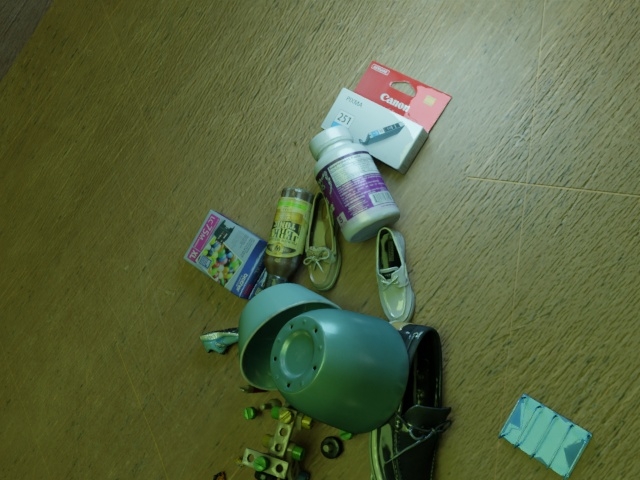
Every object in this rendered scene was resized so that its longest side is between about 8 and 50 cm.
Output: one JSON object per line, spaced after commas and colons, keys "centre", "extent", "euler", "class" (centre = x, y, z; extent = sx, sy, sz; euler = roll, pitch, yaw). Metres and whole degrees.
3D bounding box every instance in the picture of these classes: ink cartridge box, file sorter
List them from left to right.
{"centre": [-0.267, 0.052, 1.861], "extent": [0.311, 0.065, 0.185], "euler": [30, 92, 26], "class": "ink cartridge box"}
{"centre": [0.184, -0.371, 1.738], "extent": [0.296, 0.066, 0.261], "euler": [33, 95, 27], "class": "ink cartridge box"}
{"centre": [0.509, 0.448, 1.373], "extent": [0.170, 0.104, 0.118], "euler": [29, 91, 28], "class": "file sorter"}

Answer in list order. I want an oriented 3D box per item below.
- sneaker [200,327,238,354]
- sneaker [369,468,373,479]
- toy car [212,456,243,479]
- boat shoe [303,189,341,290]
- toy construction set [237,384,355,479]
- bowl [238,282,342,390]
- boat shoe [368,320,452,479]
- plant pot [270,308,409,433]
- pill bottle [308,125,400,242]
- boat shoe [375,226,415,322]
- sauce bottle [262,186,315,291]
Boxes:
{"centre": [-0.286, 0.308, 1.822], "extent": [0.162, 0.063, 0.073], "euler": [-12, 91, 27], "class": "sneaker"}
{"centre": [0.166, 0.566, 1.522], "extent": [0.085, 0.086, 0.237], "euler": [-6, 75, 26], "class": "sneaker"}
{"centre": [-0.269, 0.678, 1.723], "extent": [0.122, 0.060, 0.040], "euler": [-40, 96, 20], "class": "toy car"}
{"centre": [0.000, 0.000, 1.727], "extent": [0.105, 0.089, 0.285], "euler": [-4, 77, 25], "class": "boat shoe"}
{"centre": [-0.121, 0.502, 1.588], "extent": [0.309, 0.237, 0.257], "euler": [40, 97, 28], "class": "toy construction set"}
{"centre": [-0.097, 0.238, 1.631], "extent": [0.311, 0.311, 0.163], "euler": [-48, 43, 9], "class": "bowl"}
{"centre": [0.226, 0.439, 1.461], "extent": [0.156, 0.187, 0.500], "euler": [-15, 66, 43], "class": "boat shoe"}
{"centre": [0.023, 0.294, 1.437], "extent": [0.293, 0.235, 0.293], "euler": [-25, 53, 37], "class": "plant pot"}
{"centre": [0.083, -0.159, 1.661], "extent": [0.169, 0.169, 0.301], "euler": [-30, 74, 17], "class": "pill bottle"}
{"centre": [0.194, 0.093, 1.614], "extent": [0.096, 0.088, 0.267], "euler": [-6, 76, 24], "class": "boat shoe"}
{"centre": [-0.100, 0.019, 1.747], "extent": [0.111, 0.111, 0.344], "euler": [6, 77, 27], "class": "sauce bottle"}
